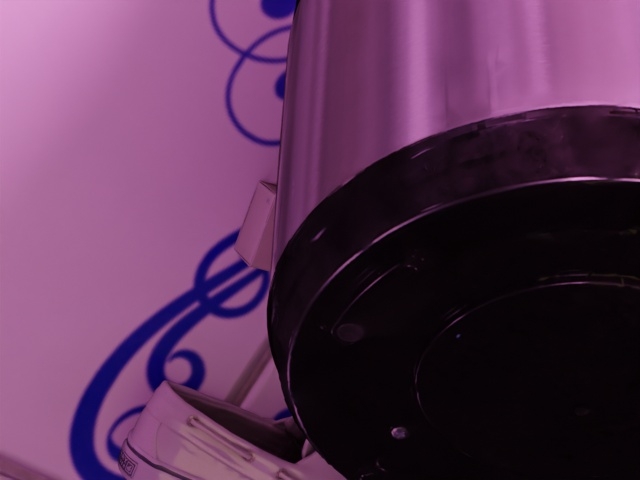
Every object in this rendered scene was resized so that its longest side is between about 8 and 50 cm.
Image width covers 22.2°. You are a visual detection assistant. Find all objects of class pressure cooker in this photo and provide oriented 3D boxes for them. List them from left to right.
[{"bbox_3d":[0.149,-0.069,1.056,0.375,0.420,0.370,16,134,-13],"label":"pressure cooker"}]

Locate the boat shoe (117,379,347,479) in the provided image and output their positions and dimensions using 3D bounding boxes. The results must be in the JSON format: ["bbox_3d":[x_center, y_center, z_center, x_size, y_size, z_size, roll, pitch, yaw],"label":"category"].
[{"bbox_3d":[-0.020,0.174,1.248,0.267,0.096,0.088,22,103,-19],"label":"boat shoe"}]

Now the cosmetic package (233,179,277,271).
[{"bbox_3d":[0.000,0.000,1.220,0.115,0.041,0.060,17,101,-26],"label":"cosmetic package"}]
